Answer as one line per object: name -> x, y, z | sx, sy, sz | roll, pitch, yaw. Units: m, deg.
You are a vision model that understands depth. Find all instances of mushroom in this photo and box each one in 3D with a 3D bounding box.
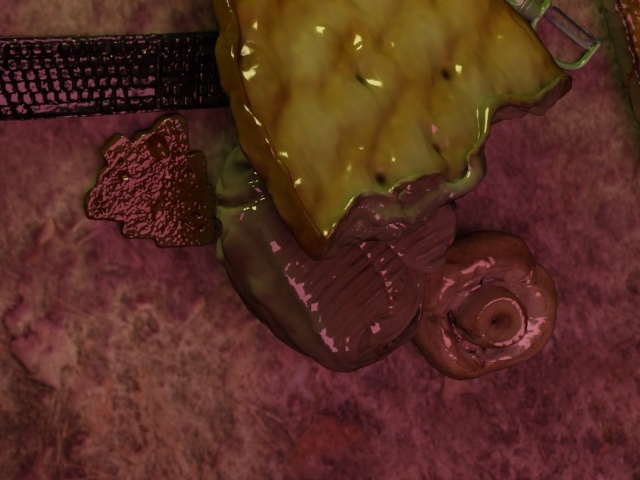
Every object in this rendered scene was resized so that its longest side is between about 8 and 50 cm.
mushroom -> 0.144, 0.058, 1.721 | 0.148, 0.112, 0.148 | -2, 102, -12

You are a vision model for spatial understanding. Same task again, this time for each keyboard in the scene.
keyboard -> -0.174, -0.138, 1.602 | 0.231, 0.023, 0.072 | -4, 108, -19

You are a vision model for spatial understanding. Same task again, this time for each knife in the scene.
knife -> 0.163, -0.215, 1.708 | 0.212, 0.015, 0.054 | 35, 98, -25

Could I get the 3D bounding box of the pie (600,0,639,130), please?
pie -> 0.322, -0.196, 1.742 | 0.129, 0.068, 0.282 | -23, 107, -14

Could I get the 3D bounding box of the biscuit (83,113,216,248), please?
biscuit -> -0.138, -0.041, 1.642 | 0.119, 0.019, 0.130 | -44, 113, -5

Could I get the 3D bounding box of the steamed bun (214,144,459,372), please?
steamed bun -> 0.001, -0.001, 1.639 | 0.211, 0.144, 0.218 | -41, 97, -32

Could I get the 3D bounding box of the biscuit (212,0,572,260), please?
biscuit -> 0.065, -0.124, 1.587 | 0.335, 0.078, 0.329 | 6, 64, -25
